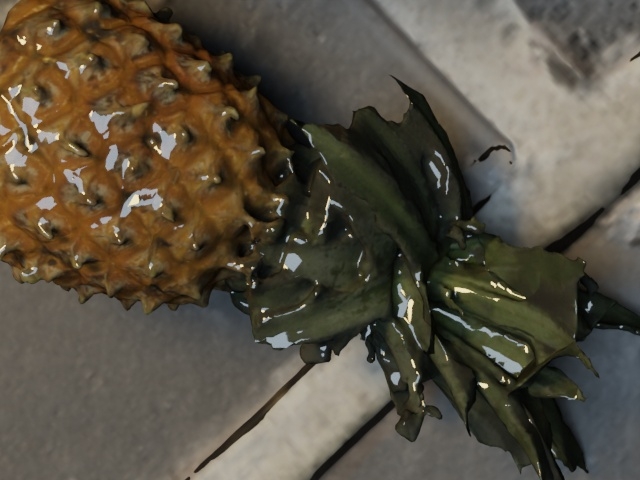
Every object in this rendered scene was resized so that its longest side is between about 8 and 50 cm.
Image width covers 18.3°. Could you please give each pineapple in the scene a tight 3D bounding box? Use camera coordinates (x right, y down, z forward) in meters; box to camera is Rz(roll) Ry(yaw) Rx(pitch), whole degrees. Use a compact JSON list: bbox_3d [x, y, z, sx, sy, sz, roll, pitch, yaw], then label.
[{"bbox_3d":[0.001,-0.003,0.976,0.364,0.165,0.166,23,106,1],"label":"pineapple"}]
